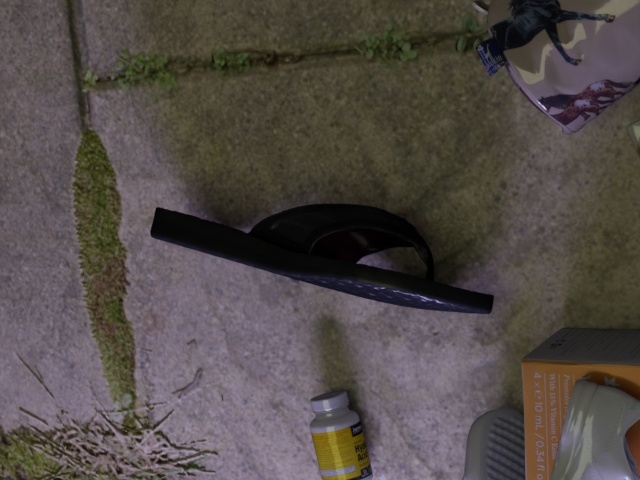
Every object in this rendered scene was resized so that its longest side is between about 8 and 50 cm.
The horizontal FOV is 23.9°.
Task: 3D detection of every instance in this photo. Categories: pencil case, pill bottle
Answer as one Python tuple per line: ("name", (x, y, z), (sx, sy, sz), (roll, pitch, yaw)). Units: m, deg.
("pencil case", (0.355, -0.296, 1.584), (0.410, 0.160, 0.183), (-39, 96, 26))
("pill bottle", (0.023, 0.250, 1.893), (0.065, 0.065, 0.116), (-12, 94, 27))

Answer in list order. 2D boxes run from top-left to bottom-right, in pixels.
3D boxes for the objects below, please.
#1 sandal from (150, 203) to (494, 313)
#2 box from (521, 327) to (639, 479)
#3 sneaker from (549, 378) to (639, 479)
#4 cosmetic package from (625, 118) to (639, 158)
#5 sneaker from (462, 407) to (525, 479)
("sandal", (-0.002, -0.001, 1.815), (0.445, 0.167, 0.107), (14, 88, 23))
("box", (0.409, 0.220, 1.645), (0.345, 0.168, 0.215), (1, 100, 25))
("sneaker", (0.286, 0.256, 1.579), (0.094, 0.080, 0.212), (14, 105, 11))
("cosmetic package", (0.383, -0.085, 1.664), (0.041, 0.060, 0.115), (-26, 89, 27))
("sneaker", (0.200, 0.386, 1.800), (0.150, 0.135, 0.366), (-12, 82, 49))
